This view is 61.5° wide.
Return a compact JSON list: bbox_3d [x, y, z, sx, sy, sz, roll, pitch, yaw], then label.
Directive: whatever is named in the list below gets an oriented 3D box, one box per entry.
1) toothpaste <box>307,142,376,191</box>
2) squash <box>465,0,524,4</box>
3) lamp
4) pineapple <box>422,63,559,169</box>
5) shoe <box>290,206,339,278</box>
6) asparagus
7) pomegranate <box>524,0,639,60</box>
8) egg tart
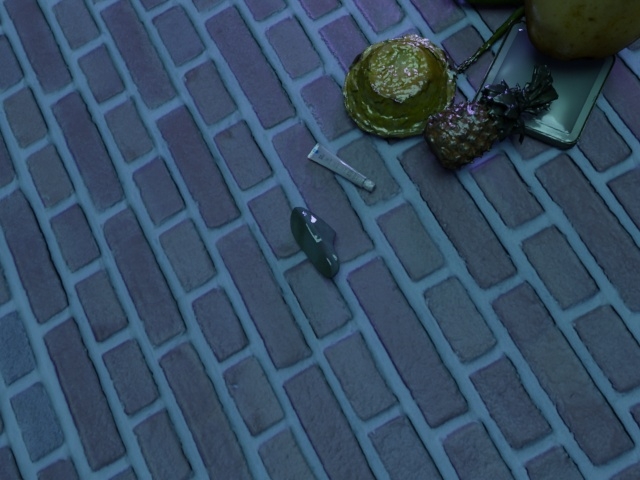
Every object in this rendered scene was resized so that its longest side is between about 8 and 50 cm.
[{"bbox_3d":[0.055,-0.178,1.337,0.190,0.031,0.048,34,86,17],"label":"toothpaste"},{"bbox_3d":[0.499,-0.646,1.352,0.378,0.101,0.102,1,77,9],"label":"squash"},{"bbox_3d":[0.541,-0.384,1.311,0.266,0.047,0.269,27,81,12],"label":"lamp"},{"bbox_3d":[0.399,-0.280,1.239,0.310,0.141,0.170,-30,117,10],"label":"pineapple"},{"bbox_3d":[0.000,0.000,1.289,0.078,0.079,0.195,-15,62,-33],"label":"shoe"},{"bbox_3d":[0.434,-0.509,1.366,0.248,0.025,0.024,-45,93,-4],"label":"asparagus"},{"bbox_3d":[0.595,-0.539,1.187,0.307,0.307,0.308,-2,77,7],"label":"pomegranate"},{"bbox_3d":[0.193,-0.393,1.325,0.294,0.116,0.295,-2,75,8],"label":"egg tart"}]
